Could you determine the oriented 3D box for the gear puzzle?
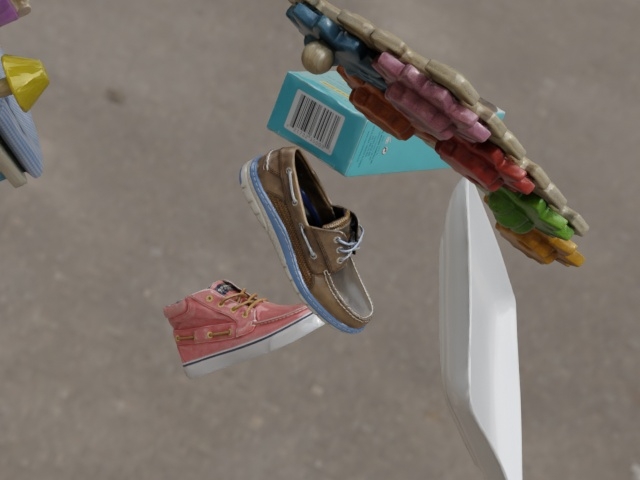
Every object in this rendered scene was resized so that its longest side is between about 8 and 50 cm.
[{"bbox_3d":[0.089,-0.055,1.309,0.175,0.044,0.339,34,-4,35],"label":"gear puzzle"}]

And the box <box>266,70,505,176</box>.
[{"bbox_3d":[0.065,-0.112,1.790,0.100,0.060,0.244,33,22,28],"label":"box"}]

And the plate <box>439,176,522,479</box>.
[{"bbox_3d":[0.167,0.114,2.027,0.045,0.278,0.277,-6,57,14],"label":"plate"}]

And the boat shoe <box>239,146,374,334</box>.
[{"bbox_3d":[0.000,0.000,1.696,0.183,0.066,0.066,56,35,-12],"label":"boat shoe"}]

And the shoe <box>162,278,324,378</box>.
[{"bbox_3d":[-0.076,0.073,1.882,0.063,0.178,0.081,-27,95,-58],"label":"shoe"}]

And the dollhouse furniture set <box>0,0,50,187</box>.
[{"bbox_3d":[-0.218,-0.185,1.521,0.286,0.198,0.303,63,3,-64],"label":"dollhouse furniture set"}]
